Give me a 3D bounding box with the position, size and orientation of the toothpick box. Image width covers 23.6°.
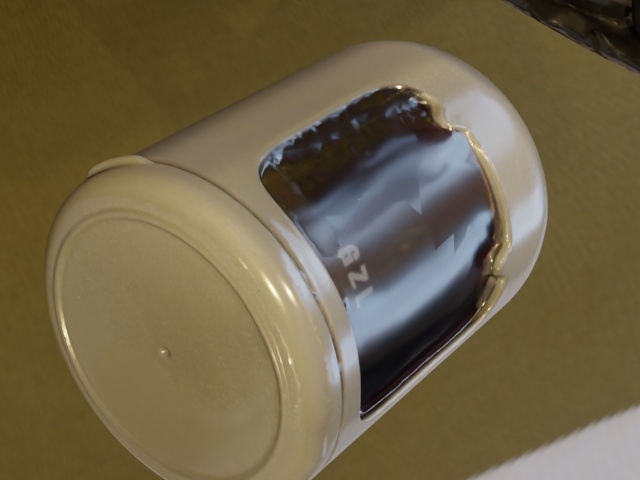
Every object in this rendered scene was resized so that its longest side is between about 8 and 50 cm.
[{"bbox_3d":[0.000,0.000,0.952,0.316,0.229,0.229,-35,133,-44],"label":"toothpick box"}]

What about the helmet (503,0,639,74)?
[{"bbox_3d":[0.077,-0.138,0.304,0.189,0.193,0.216,41,133,-22],"label":"helmet"}]
